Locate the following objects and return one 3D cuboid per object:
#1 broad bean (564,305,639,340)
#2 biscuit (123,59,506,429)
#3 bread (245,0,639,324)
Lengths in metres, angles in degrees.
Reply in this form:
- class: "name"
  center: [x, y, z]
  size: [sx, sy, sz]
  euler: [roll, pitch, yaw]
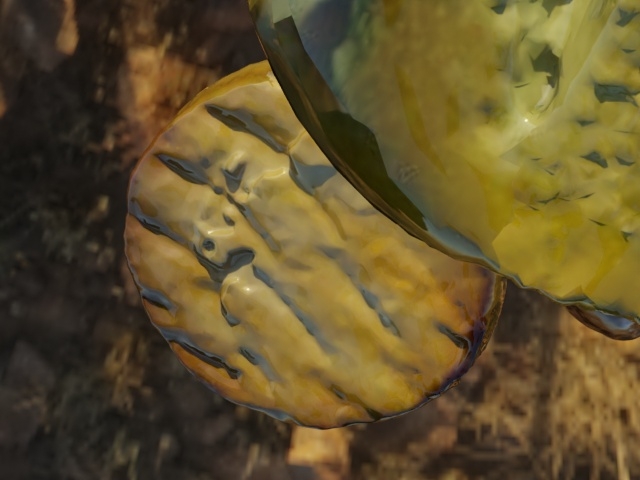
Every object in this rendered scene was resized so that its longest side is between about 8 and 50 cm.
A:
- class: "broad bean"
  center: [0.180, -0.055, 1.168]
  size: [0.122, 0.228, 0.156]
  euler: [-5, 165, -6]
- class: "biscuit"
  center: [0.000, 0.000, 1.471]
  size: [0.296, 0.102, 0.296]
  euler: [6, 112, 15]
- class: "bread"
  center: [0.104, -0.161, 0.885]
  size: [0.264, 0.395, 0.239]
  euler: [17, 118, -18]
